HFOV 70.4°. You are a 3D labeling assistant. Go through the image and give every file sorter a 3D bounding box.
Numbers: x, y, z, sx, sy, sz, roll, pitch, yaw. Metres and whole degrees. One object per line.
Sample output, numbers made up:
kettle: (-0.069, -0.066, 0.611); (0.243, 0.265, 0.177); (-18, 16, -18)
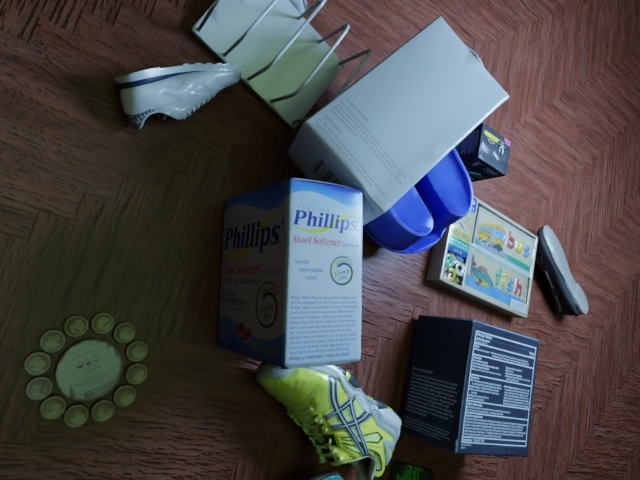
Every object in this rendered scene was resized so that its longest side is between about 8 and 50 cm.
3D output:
file sorter: (-0.067, -0.387, 0.878); (0.278, 0.173, 0.192); (41, 81, -26)

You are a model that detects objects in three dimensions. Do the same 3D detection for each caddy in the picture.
caddy: (0.184, -0.137, 1.049); (0.241, 0.179, 0.341); (-25, 87, -18)

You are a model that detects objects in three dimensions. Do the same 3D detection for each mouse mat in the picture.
mouse mat: (0.208, 0.647, 1.110); (0.153, 0.007, 0.189); (27, 71, -30)

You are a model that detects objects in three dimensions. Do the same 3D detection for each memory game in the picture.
memory game: (-0.376, 0.209, 0.741); (0.186, 0.012, 0.186); (3, 84, -35)

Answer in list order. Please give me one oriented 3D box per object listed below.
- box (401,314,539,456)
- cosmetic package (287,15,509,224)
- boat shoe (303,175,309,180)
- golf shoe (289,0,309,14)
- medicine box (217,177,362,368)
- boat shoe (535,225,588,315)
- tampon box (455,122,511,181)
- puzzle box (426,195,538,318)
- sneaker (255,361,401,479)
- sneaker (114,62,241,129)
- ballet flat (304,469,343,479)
box: (0.382, 0.361, 1.143); (0.296, 0.183, 0.293); (21, 76, -33)
cosmetic package: (0.151, -0.227, 0.884); (0.385, 0.156, 0.217); (-40, 92, -20)
boat shoe: (0.000, 0.000, 0.962); (0.098, 0.109, 0.302); (9, 76, -28)
golf shoe: (-0.104, -0.544, 0.962); (0.086, 0.067, 0.186); (-46, 115, 2)
medicine box: (-0.063, 0.058, 0.814); (0.149, 0.264, 0.289); (4, 84, -34)
boat shoe: (0.763, 0.111, 1.485); (0.112, 0.096, 0.335); (-43, 106, -45)
tampon box: (0.399, -0.226, 1.213); (0.121, 0.161, 0.101); (21, 75, -32)
puzzle box: (0.484, 0.045, 1.318); (0.409, 0.052, 0.271); (23, 73, -31)
sneaker: (0.026, 0.359, 0.908); (0.385, 0.145, 0.147); (39, 48, -24)
sneaker: (-0.249, -0.274, 0.833); (0.235, 0.090, 0.094); (-24, 115, -31)
ballet flat: (-0.074, 0.549, 0.870); (0.280, 0.096, 0.095); (-41, 111, -30)
